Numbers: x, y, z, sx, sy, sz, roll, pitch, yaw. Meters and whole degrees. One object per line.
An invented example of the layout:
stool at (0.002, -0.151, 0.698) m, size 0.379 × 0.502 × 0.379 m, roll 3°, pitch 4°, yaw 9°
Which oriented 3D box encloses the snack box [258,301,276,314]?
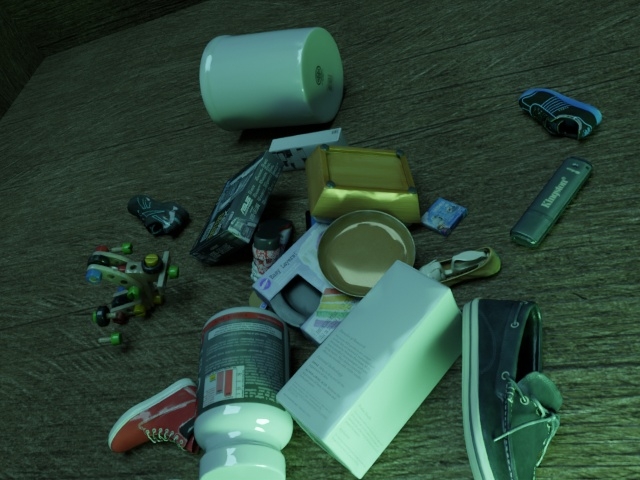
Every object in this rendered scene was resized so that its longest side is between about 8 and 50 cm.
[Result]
snack box at (-0.118, 0.157, 1.516) m, size 0.022 × 0.064 × 0.178 m, roll 10°, pitch 57°, yaw 31°

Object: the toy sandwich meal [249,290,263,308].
toy sandwich meal at (-0.154, 0.156, 1.564) m, size 0.085 × 0.029 × 0.086 m, roll -12°, pitch 52°, yaw 16°

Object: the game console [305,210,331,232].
game console at (0.000, 0.000, 1.577) m, size 0.144 × 0.085 × 0.124 m, roll 13°, pitch 58°, yaw 36°

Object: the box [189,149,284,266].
box at (-0.245, -0.092, 1.724) m, size 0.242 × 0.076 × 0.308 m, roll -26°, pitch 35°, yaw 49°

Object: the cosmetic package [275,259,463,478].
cosmetic package at (0.120, 0.258, 1.195) m, size 0.156 × 0.217 × 0.385 m, roll 28°, pitch 67°, yaw 41°

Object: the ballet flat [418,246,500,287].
ballet flat at (0.300, 0.065, 1.368) m, size 0.232 × 0.073 × 0.080 m, roll -19°, pitch 45°, yaw 13°

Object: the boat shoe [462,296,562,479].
boat shoe at (0.352, 0.304, 1.055) m, size 0.155 × 0.187 × 0.500 m, roll -14°, pitch 41°, yaw 25°

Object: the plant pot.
plant pot at (0.110, 0.034, 1.414) m, size 0.236 × 0.032 × 0.237 m, roll -3°, pitch 61°, yaw 5°

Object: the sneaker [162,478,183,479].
sneaker at (-0.324, 0.627, 1.190) m, size 0.109 × 0.107 × 0.275 m, roll 1°, pitch 52°, yaw 17°

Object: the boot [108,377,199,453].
boot at (-0.375, 0.459, 1.375) m, size 0.244 × 0.088 × 0.176 m, roll -34°, pitch 45°, yaw -8°

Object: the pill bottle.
pill bottle at (-0.166, 0.344, 1.271) m, size 0.210 × 0.210 × 0.363 m, roll -18°, pitch 45°, yaw 13°

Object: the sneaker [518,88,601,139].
sneaker at (0.613, -0.334, 1.548) m, size 0.090 × 0.081 × 0.232 m, roll -40°, pitch 46°, yaw -20°

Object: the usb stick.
usb stick at (0.551, -0.094, 1.394) m, size 0.077 × 0.045 × 0.278 m, roll 26°, pitch 67°, yaw 42°

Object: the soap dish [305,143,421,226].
soap dish at (0.112, -0.149, 1.544) m, size 0.290 × 0.118 × 0.229 m, roll 3°, pitch 44°, yaw -9°

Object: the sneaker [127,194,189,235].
sneaker at (-0.561, -0.082, 1.941) m, size 0.267 × 0.101 × 0.106 m, roll 10°, pitch 59°, yaw 35°

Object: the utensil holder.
utensil holder at (-0.158, -0.541, 1.973) m, size 0.385 × 0.328 × 0.328 m, roll 3°, pitch 54°, yaw 29°

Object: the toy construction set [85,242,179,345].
toy construction set at (-0.512, 0.110, 1.703) m, size 0.237 × 0.258 × 0.309 m, roll -6°, pitch 23°, yaw 0°

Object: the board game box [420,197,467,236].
board game box at (0.316, -0.061, 1.509) m, size 0.090 × 0.020 × 0.090 m, roll -46°, pitch 45°, yaw -15°

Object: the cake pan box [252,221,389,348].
cake pan box at (0.000, 0.109, 1.447) m, size 0.245 × 0.070 × 0.267 m, roll 37°, pitch 71°, yaw 29°

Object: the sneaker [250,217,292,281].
sneaker at (-0.138, 0.029, 1.619) m, size 0.090 × 0.145 × 0.270 m, roll 7°, pitch 16°, yaw 3°

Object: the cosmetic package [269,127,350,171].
cosmetic package at (-0.033, -0.280, 1.836) m, size 0.238 × 0.099 × 0.061 m, roll -6°, pitch 52°, yaw 25°
